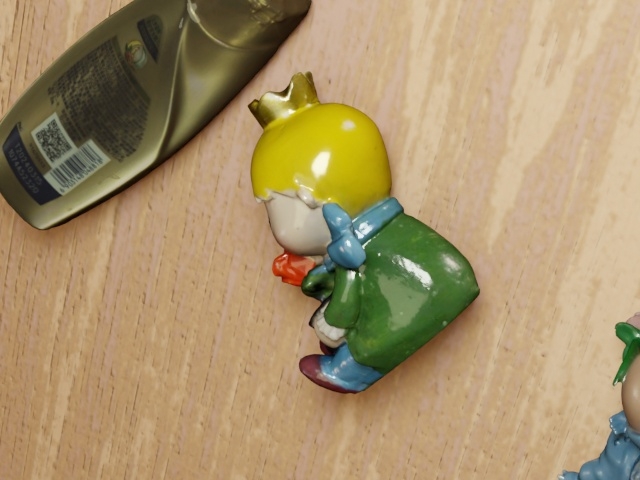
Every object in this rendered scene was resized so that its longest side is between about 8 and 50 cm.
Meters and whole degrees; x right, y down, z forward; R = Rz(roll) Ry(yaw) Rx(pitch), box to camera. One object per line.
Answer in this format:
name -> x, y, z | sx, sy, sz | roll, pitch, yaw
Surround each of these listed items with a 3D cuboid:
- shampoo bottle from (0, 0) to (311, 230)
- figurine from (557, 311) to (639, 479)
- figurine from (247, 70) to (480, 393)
shampoo bottle -> -0.153, -0.132, 1.242 | 0.350, 0.084, 0.125 | -34, 89, 36
figurine -> 0.243, 0.132, 1.072 | 0.144, 0.114, 0.178 | 55, 135, 6
figurine -> 0.004, -0.005, 1.172 | 0.234, 0.127, 0.185 | 45, 134, -1
